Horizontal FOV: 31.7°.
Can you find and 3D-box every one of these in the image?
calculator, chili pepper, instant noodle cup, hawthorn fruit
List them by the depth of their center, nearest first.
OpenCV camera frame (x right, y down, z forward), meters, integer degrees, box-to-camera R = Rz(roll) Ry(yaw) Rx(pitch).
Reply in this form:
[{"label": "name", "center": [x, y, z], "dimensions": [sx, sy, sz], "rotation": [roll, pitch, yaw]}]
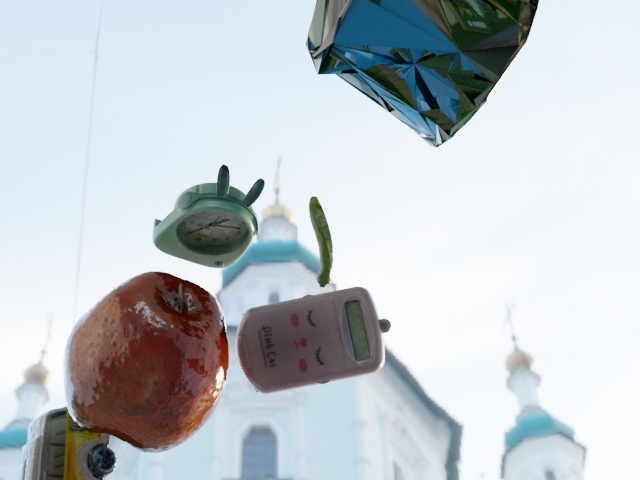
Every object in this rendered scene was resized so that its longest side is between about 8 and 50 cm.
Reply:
[{"label": "chili pepper", "center": [-0.001, 0.000, 0.997], "dimensions": [0.017, 0.083, 0.030], "rotation": [-4, -6, -23]}, {"label": "hawthorn fruit", "center": [-0.178, 0.123, 1.178], "dimensions": [0.189, 0.189, 0.189], "rotation": [-1, -53, -1]}, {"label": "instant noodle cup", "center": [0.100, -0.243, 1.222], "dimensions": [0.178, 0.240, 0.240], "rotation": [26, -58, -15]}, {"label": "calculator", "center": [-0.007, 0.110, 1.250], "dimensions": [0.175, 0.100, 0.032], "rotation": [-12, -9, 3]}]

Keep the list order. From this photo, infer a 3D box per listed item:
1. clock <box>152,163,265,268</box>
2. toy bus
[{"label": "clock", "center": [-0.114, -0.025, 1.225], "dimensions": [0.101, 0.041, 0.135], "rotation": [21, -44, -27]}, {"label": "toy bus", "center": [-0.308, 0.330, 1.343], "dimensions": [0.106, 0.268, 0.092], "rotation": [15, -29, -29]}]
